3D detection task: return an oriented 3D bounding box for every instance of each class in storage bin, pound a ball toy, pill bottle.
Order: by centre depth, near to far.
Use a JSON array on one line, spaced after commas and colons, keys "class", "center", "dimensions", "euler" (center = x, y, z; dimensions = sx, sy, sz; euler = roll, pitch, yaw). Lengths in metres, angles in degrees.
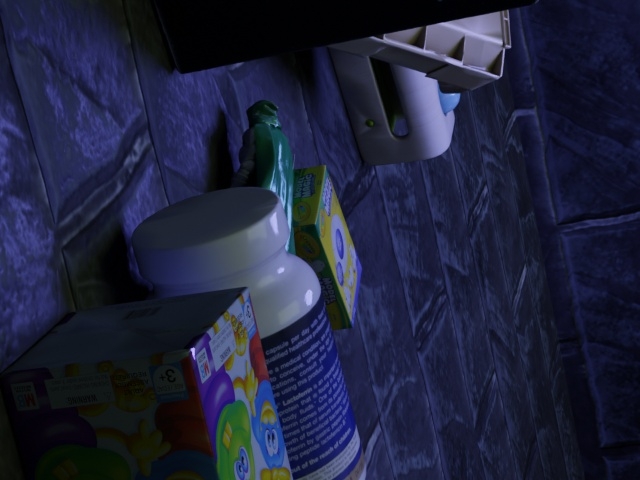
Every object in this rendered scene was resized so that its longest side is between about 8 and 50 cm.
[{"class": "pill bottle", "center": [-0.062, 0.100, 1.415], "dimensions": [0.153, 0.153, 0.264], "euler": [-64, 144, -63]}, {"class": "storage bin", "center": [0.076, -0.312, 1.938], "dimensions": [0.262, 0.123, 0.260], "euler": [12, 68, -39]}, {"class": "pound a ball toy", "center": [0.093, -0.286, 2.179], "dimensions": [0.208, 0.136, 0.319], "euler": [-74, 152, -55]}]

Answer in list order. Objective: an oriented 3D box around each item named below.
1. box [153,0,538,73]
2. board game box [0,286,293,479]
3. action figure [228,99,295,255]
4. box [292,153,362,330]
[{"class": "box", "center": [0.034, -0.323, 1.612], "dimensions": [0.312, 0.343, 0.179], "euler": [-70, 147, -58]}, {"class": "board game box", "center": [-0.106, 0.192, 1.233], "dimensions": [0.142, 0.144, 0.275], "euler": [-51, 130, -68]}, {"class": "action figure", "center": [-0.058, -0.028, 1.657], "dimensions": [0.137, 0.064, 0.232], "euler": [46, 43, -61]}, {"class": "box", "center": [0.000, 0.000, 1.885], "dimensions": [0.105, 0.043, 0.179], "euler": [-81, 155, -48]}]
